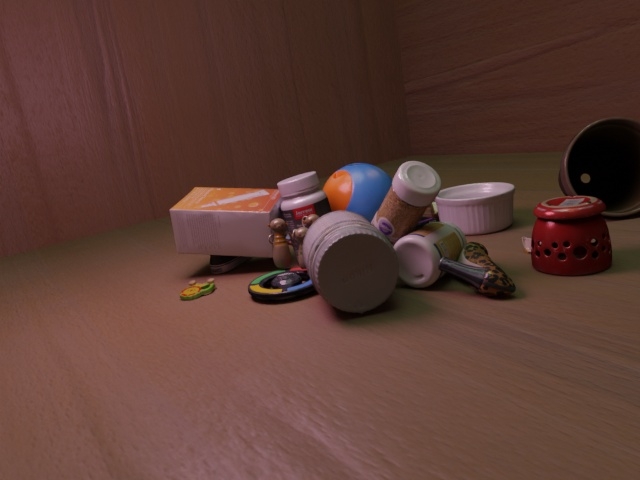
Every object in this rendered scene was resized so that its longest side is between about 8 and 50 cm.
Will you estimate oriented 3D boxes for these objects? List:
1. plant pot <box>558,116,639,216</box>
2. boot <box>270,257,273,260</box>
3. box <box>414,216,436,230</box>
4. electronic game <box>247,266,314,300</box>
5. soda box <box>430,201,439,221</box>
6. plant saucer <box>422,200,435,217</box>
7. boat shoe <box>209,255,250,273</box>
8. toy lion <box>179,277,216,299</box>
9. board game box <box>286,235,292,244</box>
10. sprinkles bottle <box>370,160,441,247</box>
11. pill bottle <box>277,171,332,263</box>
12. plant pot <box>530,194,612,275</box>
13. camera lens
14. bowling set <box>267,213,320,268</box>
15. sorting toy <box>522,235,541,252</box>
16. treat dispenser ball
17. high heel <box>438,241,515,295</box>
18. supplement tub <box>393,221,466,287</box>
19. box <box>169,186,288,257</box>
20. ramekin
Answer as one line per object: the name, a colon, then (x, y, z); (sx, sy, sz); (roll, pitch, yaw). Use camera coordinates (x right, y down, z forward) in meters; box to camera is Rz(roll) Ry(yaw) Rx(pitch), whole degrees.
plant pot: (0.959, -0.230, 1.834); (0.323, 0.323, 0.280); (-8, -3, 5)
boot: (-0.167, 0.021, 1.924); (0.042, 0.087, 0.118); (-11, 14, -7)
box: (0.349, -0.066, 2.057); (0.116, 0.029, 0.162); (-17, 17, -32)
electronic game: (-0.099, 0.121, 1.556); (0.229, 0.048, 0.229); (-9, 14, 2)
soda box: (0.520, -0.123, 2.060); (0.181, 0.061, 0.058); (-9, 58, 1)
plant saucer: (0.531, -0.145, 2.234); (0.277, 0.041, 0.278); (-8, 14, 2)
boat shoe: (-0.323, 0.025, 1.970); (0.113, 0.105, 0.306); (-3, 15, 24)
toy lion: (-0.382, 0.155, 1.651); (0.100, 0.034, 0.096); (-7, 21, 7)
board game box: (0.001, -0.030, 2.143); (0.281, 0.027, 0.145); (-18, 15, -31)
sprinkles bottle: (0.213, -0.059, 1.491); (0.121, 0.355, 0.121); (9, 52, -11)
pill bottle: (-0.039, -0.074, 1.774); (0.161, 0.283, 0.161); (-16, 12, 4)
plant pot: (0.638, -0.019, 1.373); (0.191, 0.174, 0.191); (-10, 12, 2)
camera lens: (0.071, 0.047, 1.377); (0.219, 0.220, 0.274); (-11, 14, -5)
bowling set: (0.000, 0.000, 1.613); (0.286, 0.154, 0.200); (-9, 9, -19)
sorting toy: (0.634, 0.013, 1.525); (0.075, 0.045, 0.083); (-6, 12, -20)
treat dispenser ball: (0.142, -0.134, 1.927); (0.288, 0.288, 0.288); (-9, 14, 2)
high heel: (0.435, 0.079, 1.362); (0.186, 0.093, 0.261); (24, 21, 32)
supplement tub: (0.298, 0.032, 1.446); (0.144, 0.145, 0.199); (3, 18, 40)
box: (-0.301, -0.067, 1.828); (0.345, 0.168, 0.215); (2, 26, 11)
ramekin: (0.548, -0.113, 1.888); (0.277, 0.135, 0.277); (-10, 13, 2)
